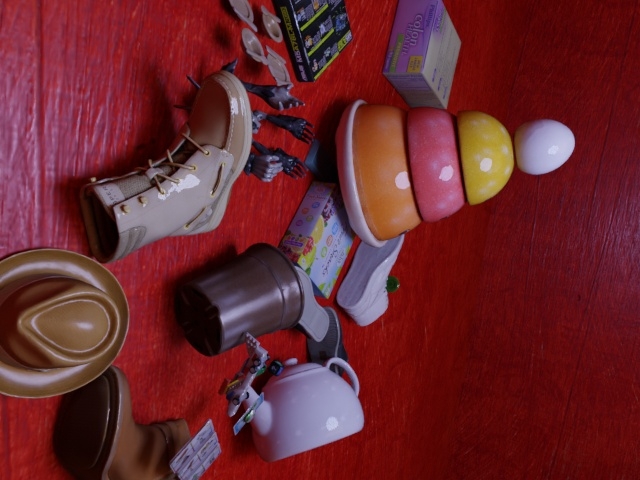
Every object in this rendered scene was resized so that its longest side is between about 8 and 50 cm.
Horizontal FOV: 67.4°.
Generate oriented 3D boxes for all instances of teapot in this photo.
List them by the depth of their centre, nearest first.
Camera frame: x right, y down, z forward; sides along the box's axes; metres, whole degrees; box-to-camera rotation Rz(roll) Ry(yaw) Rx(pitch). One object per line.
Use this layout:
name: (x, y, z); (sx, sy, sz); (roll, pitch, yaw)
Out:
teapot: (-0.035, 0.345, 1.029); (0.256, 0.252, 0.187); (77, -5, -69)

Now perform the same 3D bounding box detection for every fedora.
fedora: (-0.306, 0.098, 0.568); (0.194, 0.079, 0.194); (6, 82, -49)

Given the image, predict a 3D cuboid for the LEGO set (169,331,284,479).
LEGO set: (-0.148, 0.263, 0.768); (0.244, 0.060, 0.182); (-46, 159, -31)

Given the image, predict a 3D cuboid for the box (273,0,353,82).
box: (-0.009, -0.444, 0.954); (0.190, 0.045, 0.184); (-57, 146, -33)

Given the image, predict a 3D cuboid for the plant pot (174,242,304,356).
plant pot: (-0.142, 0.104, 0.813); (0.165, 0.167, 0.167); (-22, 118, -47)

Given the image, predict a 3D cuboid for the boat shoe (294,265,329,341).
boat shoe: (-0.052, 0.134, 1.037); (0.095, 0.079, 0.254); (-66, 149, -24)

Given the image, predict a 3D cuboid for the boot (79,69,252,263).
boot: (-0.205, -0.095, 0.641); (0.203, 0.095, 0.262); (-26, 150, -50)

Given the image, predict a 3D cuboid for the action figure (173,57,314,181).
action figure: (-0.100, -0.189, 0.795); (0.276, 0.141, 0.164); (7, 105, -61)

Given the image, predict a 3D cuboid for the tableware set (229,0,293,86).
tableware set: (-0.097, -0.340, 0.802); (0.141, 0.020, 0.168); (8, 66, -59)

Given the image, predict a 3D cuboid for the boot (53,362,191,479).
boot: (-0.266, 0.305, 0.721); (0.220, 0.109, 0.283); (0, 89, -66)

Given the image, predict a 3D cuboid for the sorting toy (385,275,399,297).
sorting toy: (0.198, 0.151, 1.477); (0.102, 0.061, 0.042); (-50, 163, 4)

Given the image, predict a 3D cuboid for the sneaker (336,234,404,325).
sneaker: (0.155, 0.099, 1.355); (0.292, 0.108, 0.169); (-55, 145, -18)

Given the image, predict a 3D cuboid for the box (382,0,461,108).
box: (0.291, -0.518, 1.355); (0.243, 0.117, 0.213); (17, 85, -60)

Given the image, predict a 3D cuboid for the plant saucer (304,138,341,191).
plant saucer: (0.021, -0.156, 1.123); (0.192, 0.018, 0.067); (46, 60, -55)

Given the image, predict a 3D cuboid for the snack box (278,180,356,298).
snack box: (0.000, 0.000, 1.087); (0.207, 0.070, 0.174); (-63, 146, -23)

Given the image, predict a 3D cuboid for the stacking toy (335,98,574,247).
stacking toy: (0.299, -0.176, 1.068); (0.350, 0.480, 0.350); (-6, 90, -68)

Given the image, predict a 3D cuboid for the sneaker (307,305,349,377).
sneaker: (0.023, 0.258, 1.222); (0.118, 0.083, 0.222); (-37, 129, -68)
